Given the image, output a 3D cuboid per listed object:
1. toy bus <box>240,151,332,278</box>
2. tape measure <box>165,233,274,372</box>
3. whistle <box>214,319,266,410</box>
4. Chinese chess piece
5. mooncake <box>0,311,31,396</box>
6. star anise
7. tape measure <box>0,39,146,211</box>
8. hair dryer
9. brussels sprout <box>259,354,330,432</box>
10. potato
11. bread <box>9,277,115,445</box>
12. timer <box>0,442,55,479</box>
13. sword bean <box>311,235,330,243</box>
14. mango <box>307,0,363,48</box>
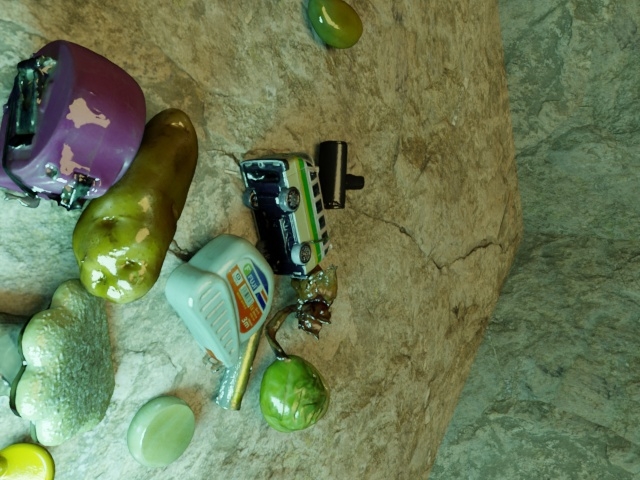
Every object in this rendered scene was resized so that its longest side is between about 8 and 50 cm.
[{"bbox_3d":[-0.075,-0.077,1.171,0.179,0.143,0.306,-37,123,-47],"label":"toy bus"},{"bbox_3d":[-0.218,0.126,1.031,0.246,0.125,0.243,-49,138,-33],"label":"tape measure"},{"bbox_3d":[-0.183,0.255,1.151,0.068,0.057,0.327,31,70,-50],"label":"whistle"},{"bbox_3d":[-0.337,0.404,0.975,0.144,0.058,0.144,-11,104,-50],"label":"Chinese chess piece"},{"bbox_3d":[-0.501,0.172,0.705,0.125,0.073,0.130,34,64,-54],"label":"mooncake"},{"bbox_3d":[-0.040,0.179,1.224,0.237,0.148,0.346,-59,-175,49],"label":"star anise"},{"bbox_3d":[-0.382,-0.164,0.684,0.149,0.231,0.245,21,75,-52],"label":"tape measure"},{"bbox_3d":[0.070,-0.191,1.411,0.251,0.089,0.197,-4,96,-62],"label":"hair dryer"},{"bbox_3d":[-0.075,0.412,1.247,0.223,0.161,0.223,42,40,-48],"label":"brussels sprout"},{"bbox_3d":[-0.318,-0.071,0.813,0.195,0.176,0.369,75,26,-62],"label":"potato"},{"bbox_3d":[-0.420,0.218,0.763,0.207,0.056,0.287,-70,160,-70],"label":"bread"},{"bbox_3d":[-0.485,0.378,0.730,0.107,0.109,0.107,7,68,-16],"label":"timer"},{"bbox_3d":[0.000,0.000,1.159,0.083,0.012,0.012,-17,109,-58],"label":"sword bean"},{"bbox_3d":[0.039,-0.611,1.277,0.194,0.091,0.130,23,79,-47],"label":"mango"}]
